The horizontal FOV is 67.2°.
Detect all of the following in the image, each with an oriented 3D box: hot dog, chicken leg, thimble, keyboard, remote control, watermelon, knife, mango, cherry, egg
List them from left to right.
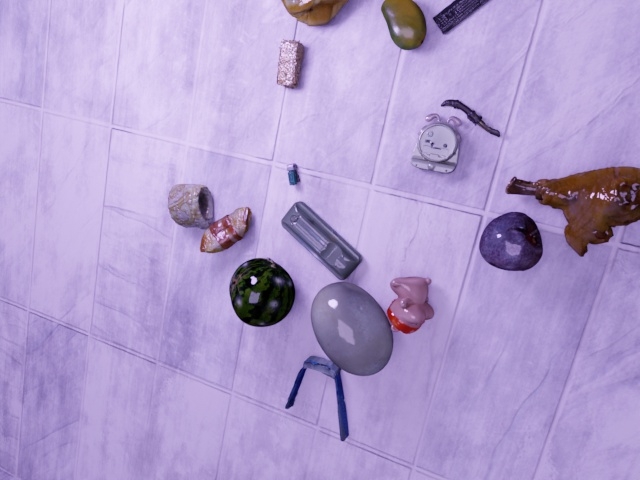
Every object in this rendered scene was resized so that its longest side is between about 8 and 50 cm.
[{"bbox_3d":[-0.518,-0.135,1.940,0.144,0.137,0.190,1,113,18],"label":"thimble"},{"bbox_3d":[-0.370,-0.034,1.923,0.262,0.093,0.123,-30,78,7],"label":"hot dog"},{"bbox_3d":[-0.219,0.198,1.809,0.269,0.269,0.268,3,99,20],"label":"watermelon"},{"bbox_3d":[0.000,0.000,1.803,0.335,0.065,0.128,43,107,10],"label":"remote control"},{"bbox_3d":[0.112,0.311,1.707,0.258,0.258,0.352,-42,82,21],"label":"egg"},{"bbox_3d":[0.278,-0.720,1.580,0.122,0.085,0.191,-21,91,25],"label":"mango"},{"bbox_3d":[0.461,-0.754,1.545,0.196,0.015,0.074,-34,85,21],"label":"keyboard"},{"bbox_3d":[0.499,-0.408,1.579,0.222,0.021,0.045,36,108,16],"label":"knife"},{"bbox_3d":[0.600,0.005,1.526,0.195,0.195,0.195,3,99,20],"label":"cherry"},{"bbox_3d":[0.772,-0.094,1.463,0.410,0.182,0.295,11,118,23],"label":"chicken leg"}]

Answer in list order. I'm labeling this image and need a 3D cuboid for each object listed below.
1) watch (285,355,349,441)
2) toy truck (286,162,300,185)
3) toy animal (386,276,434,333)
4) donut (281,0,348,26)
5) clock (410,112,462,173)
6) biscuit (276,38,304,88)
[{"bbox_3d":[0.020,0.611,1.886,0.276,0.068,0.274,23,105,15],"label":"watch"},{"bbox_3d":[-0.106,-0.249,1.816,0.039,0.044,0.083,-7,96,18],"label":"toy truck"},{"bbox_3d":[0.308,0.225,1.675,0.171,0.171,0.197,4,97,20],"label":"toy animal"},{"bbox_3d":[-0.018,-0.920,1.619,0.360,0.170,0.360,2,94,24],"label":"donut"},{"bbox_3d":[0.392,-0.325,1.610,0.152,0.062,0.191,14,102,18],"label":"clock"},{"bbox_3d":[-0.111,-0.639,1.745,0.082,0.070,0.168,14,105,25],"label":"biscuit"}]
